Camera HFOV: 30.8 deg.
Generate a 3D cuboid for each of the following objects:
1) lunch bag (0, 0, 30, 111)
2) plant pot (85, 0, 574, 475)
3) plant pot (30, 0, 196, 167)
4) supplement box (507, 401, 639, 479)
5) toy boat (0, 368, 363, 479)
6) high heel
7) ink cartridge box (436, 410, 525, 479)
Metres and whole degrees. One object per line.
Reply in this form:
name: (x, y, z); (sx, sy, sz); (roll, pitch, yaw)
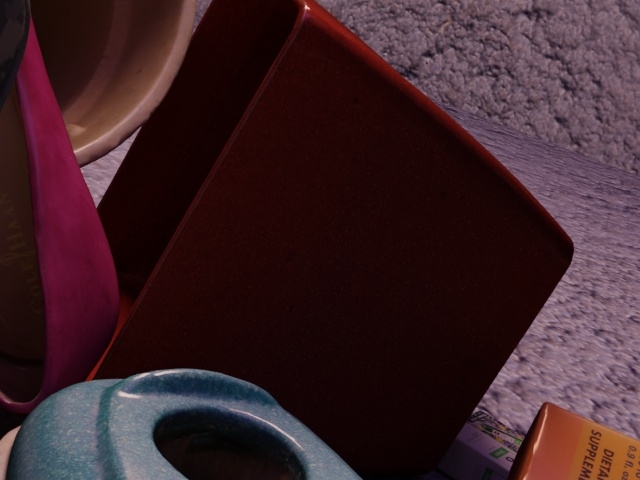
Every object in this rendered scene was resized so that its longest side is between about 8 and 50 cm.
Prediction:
lunch bag: (-0.295, -0.045, 0.436); (0.256, 0.305, 0.212); (18, -9, 17)
plant pot: (0.000, 0.000, 0.758); (0.235, 0.267, 0.267); (27, 13, -19)
plant pot: (-0.308, -0.180, 0.822); (0.333, 0.334, 0.305); (5, -10, -40)
supplement box: (0.218, 0.182, 0.660); (0.233, 0.080, 0.078); (23, 41, 8)
toy boat: (-0.085, 0.121, 0.425); (0.318, 0.148, 0.267); (8, 20, -33)
high heel: (-0.200, -0.098, 0.568); (0.377, 0.127, 0.181); (61, 2, -18)
ink cartridge box: (0.135, 0.156, 0.763); (0.115, 0.029, 0.063); (28, 19, 29)
